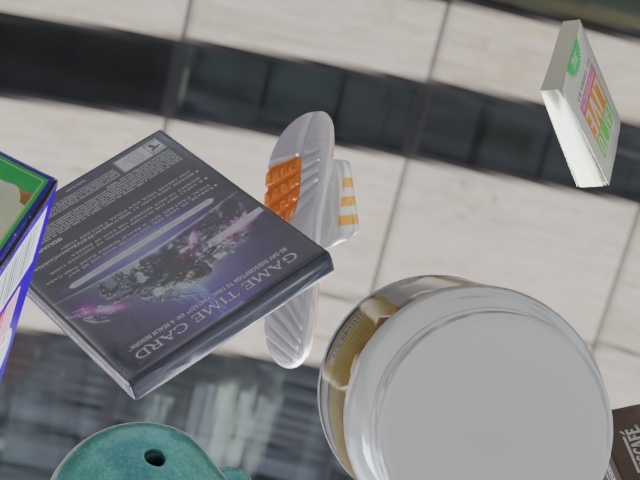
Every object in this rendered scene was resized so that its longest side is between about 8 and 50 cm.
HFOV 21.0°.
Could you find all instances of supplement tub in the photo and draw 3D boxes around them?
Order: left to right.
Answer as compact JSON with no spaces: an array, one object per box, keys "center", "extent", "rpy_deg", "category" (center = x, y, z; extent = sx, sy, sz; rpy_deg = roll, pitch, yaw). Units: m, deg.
[{"center":[0.078,0.094,0.969],"extent":[0.144,0.144,0.200],"rpy_deg":[11,180,-6],"category":"supplement tub"}]

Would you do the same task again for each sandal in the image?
[{"center":[-0.006,0.001,1.789],"extent":[0.076,0.265,0.102],"rpy_deg":[6,178,-35],"category":"sandal"}]

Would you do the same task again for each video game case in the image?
[{"center":[-0.143,0.011,1.443],"extent":[0.196,0.026,0.274],"rpy_deg":[-33,-139,-19],"category":"video game case"}]

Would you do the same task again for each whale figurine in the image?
[{"center":[-0.108,0.253,1.471],"extent":[0.272,0.141,0.216],"rpy_deg":[25,-142,13],"category":"whale figurine"}]

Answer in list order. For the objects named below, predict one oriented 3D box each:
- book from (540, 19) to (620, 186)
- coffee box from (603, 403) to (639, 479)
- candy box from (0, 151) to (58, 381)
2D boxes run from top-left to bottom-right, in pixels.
[{"center":[0.262,-0.137,1.733],"extent":[0.035,0.144,0.096],"rpy_deg":[-2,-130,30],"category":"book"},{"center":[0.369,0.197,1.449],"extent":[0.246,0.098,0.141],"rpy_deg":[-12,-150,-1],"category":"coffee box"},{"center":[-0.362,0.008,1.158],"extent":[0.317,0.268,0.122],"rpy_deg":[25,-133,-1],"category":"candy box"}]
